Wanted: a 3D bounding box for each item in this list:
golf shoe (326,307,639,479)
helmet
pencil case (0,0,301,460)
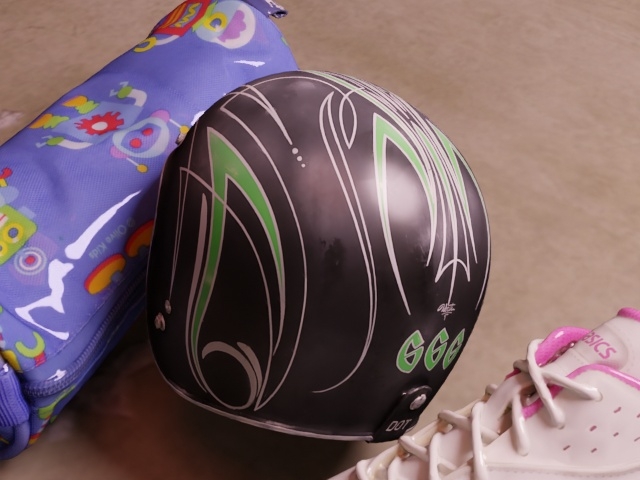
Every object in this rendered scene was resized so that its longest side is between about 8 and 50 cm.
[{"bbox_3d":[0.085,0.097,0.469,0.306,0.140,0.115,-8,20,-13],"label":"golf shoe"},{"bbox_3d":[0.000,0.000,0.532,0.169,0.162,0.169,10,7,-1],"label":"helmet"},{"bbox_3d":[-0.115,-0.021,0.607,0.133,0.119,0.306,13,45,30],"label":"pencil case"}]
